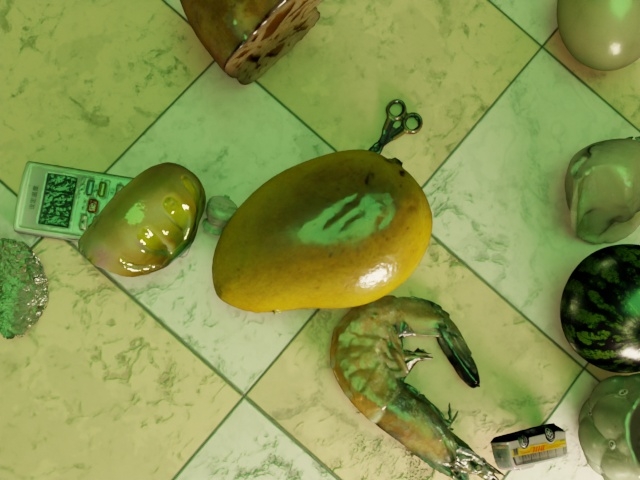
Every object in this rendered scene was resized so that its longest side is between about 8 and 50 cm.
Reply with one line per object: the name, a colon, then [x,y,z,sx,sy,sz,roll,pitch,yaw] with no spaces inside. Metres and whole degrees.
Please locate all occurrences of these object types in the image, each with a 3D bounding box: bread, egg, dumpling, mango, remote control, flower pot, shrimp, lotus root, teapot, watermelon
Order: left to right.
remote control: [-0.413,-0.059,1.656,0.343,0.050,0.145,8,79,-6]
bread: [-0.313,-0.038,1.561,0.158,0.156,0.261,43,76,1]
teapot: [-0.199,-0.052,1.677,0.064,0.064,0.083,25,34,-9]
lotus root: [-0.122,-0.484,1.655,0.316,0.316,0.250,-34,79,-13]
mango: [0.000,0.000,1.629,0.444,0.220,0.302,-27,90,-2]
shrimp: [0.217,0.295,1.674,0.272,0.085,0.445,-41,85,-19]
egg: [0.613,-0.492,1.801,0.218,0.219,0.270,0,78,-8]
dumpling: [0.623,-0.101,1.772,0.243,0.175,0.227,-12,111,3]
watermelon: [0.610,0.134,1.673,0.268,0.269,0.269,2,79,-8]
flower pot: [0.625,0.376,1.652,0.245,0.195,0.246,1,79,-7]

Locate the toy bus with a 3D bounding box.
toy bus: [0.409,0.403,1.654,0.171,0.057,0.072,-2,79,-36]

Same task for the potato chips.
potato chips: [-0.614,0.066,1.600,0.228,0.059,0.167,36,86,0]

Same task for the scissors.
scissors: [0.124,-0.199,1.778,0.088,0.017,0.220,40,77,0]
